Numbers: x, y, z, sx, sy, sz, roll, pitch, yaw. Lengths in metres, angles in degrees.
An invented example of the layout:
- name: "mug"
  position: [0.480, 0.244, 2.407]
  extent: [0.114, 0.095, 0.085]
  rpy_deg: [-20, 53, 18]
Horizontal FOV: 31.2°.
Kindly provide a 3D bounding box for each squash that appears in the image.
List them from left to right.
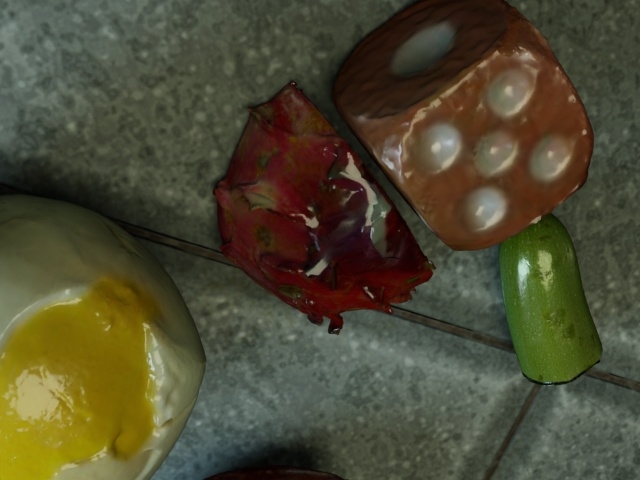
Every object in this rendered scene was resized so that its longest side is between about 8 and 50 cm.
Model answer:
- name: "squash"
  position: [0.229, 0.051, 1.194]
  extent: [0.095, 0.095, 0.188]
  rpy_deg: [-23, 114, -5]

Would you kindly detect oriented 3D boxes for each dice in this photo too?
- name: "dice"
  position: [0.130, -0.110, 1.045]
  extent: [0.175, 0.174, 0.179]
  rpy_deg: [-39, 122, 3]

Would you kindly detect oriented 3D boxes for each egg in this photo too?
- name: "egg"
  position: [-0.263, 0.123, 0.979]
  extent: [0.283, 0.283, 0.345]
  rpy_deg: [34, 109, -26]

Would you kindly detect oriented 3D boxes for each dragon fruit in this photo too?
- name: "dragon fruit"
  position: [-0.002, 0.007, 1.084]
  extent: [0.161, 0.126, 0.274]
  rpy_deg: [-35, 118, 1]

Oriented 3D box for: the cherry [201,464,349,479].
- name: "cherry"
  position: [-0.071, 0.319, 1.185]
  extent: [0.249, 0.175, 0.192]
  rpy_deg: [-34, 105, 3]
